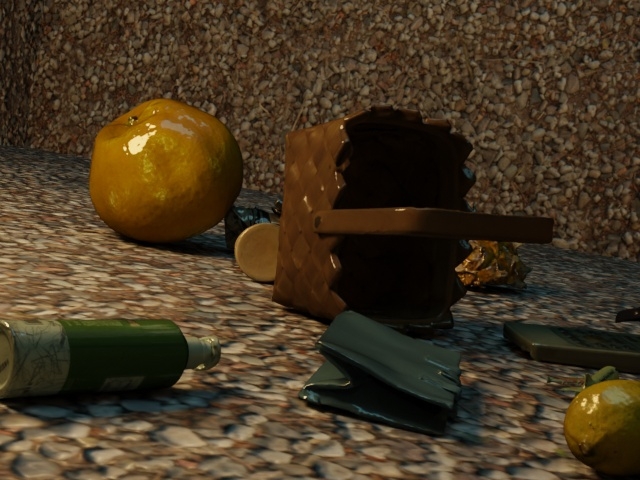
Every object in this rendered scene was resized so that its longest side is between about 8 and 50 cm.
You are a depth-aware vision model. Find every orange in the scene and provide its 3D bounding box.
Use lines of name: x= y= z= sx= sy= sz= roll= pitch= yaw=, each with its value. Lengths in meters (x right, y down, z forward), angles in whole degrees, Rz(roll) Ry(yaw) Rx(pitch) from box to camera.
orange: x=-0.275 y=-0.124 z=1.706 sx=0.279 sy=0.235 sz=0.279 roll=-15 pitch=24 yaw=7

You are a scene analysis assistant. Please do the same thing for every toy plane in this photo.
toy plane: x=0.300 y=0.158 z=1.047 sx=0.102 sy=0.040 sz=0.111 roll=10 pitch=3 yaw=34

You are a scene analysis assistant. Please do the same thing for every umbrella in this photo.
umbrella: x=0.002 y=-0.002 z=1.751 sx=0.358 sy=0.106 sz=0.113 roll=12 pitch=-5 yaw=11

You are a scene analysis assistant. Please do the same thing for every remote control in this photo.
remote control: x=0.392 y=0.146 z=1.311 sx=0.286 sy=0.038 sz=0.123 roll=9 pitch=7 yaw=-8

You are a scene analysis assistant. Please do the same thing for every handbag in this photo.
handbag: x=0.068 y=0.128 z=0.947 sx=0.144 sy=0.057 sz=0.221 roll=18 pitch=6 yaw=8

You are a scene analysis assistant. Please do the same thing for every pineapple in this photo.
pineapple: x=0.258 y=0.006 z=1.838 sx=0.335 sy=0.161 sz=0.158 roll=12 pitch=8 yaw=0

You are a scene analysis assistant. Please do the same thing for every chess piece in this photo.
chess piece: x=-0.096 y=0.019 z=1.556 sx=0.094 sy=0.094 sz=0.170 roll=9 pitch=-2 yaw=-10

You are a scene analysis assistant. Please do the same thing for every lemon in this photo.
lemon: x=0.254 y=0.156 z=0.813 sx=0.111 sy=0.082 sz=0.082 roll=4 pitch=9 yaw=-33

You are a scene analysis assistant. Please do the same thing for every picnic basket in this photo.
picnic basket: x=0.105 y=-0.024 z=1.246 sx=0.254 sy=0.291 sz=0.321 roll=5 pitch=-1 yaw=-38

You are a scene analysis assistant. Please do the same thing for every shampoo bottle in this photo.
shampoo bottle: x=-0.172 y=0.096 z=0.807 sx=0.205 sy=0.065 sz=0.065 roll=4 pitch=9 yaw=-43

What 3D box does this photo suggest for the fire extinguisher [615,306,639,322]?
fire extinguisher: x=0.614 y=0.143 z=1.449 sx=0.344 sy=0.102 sz=0.138 roll=11 pitch=-14 yaw=22
